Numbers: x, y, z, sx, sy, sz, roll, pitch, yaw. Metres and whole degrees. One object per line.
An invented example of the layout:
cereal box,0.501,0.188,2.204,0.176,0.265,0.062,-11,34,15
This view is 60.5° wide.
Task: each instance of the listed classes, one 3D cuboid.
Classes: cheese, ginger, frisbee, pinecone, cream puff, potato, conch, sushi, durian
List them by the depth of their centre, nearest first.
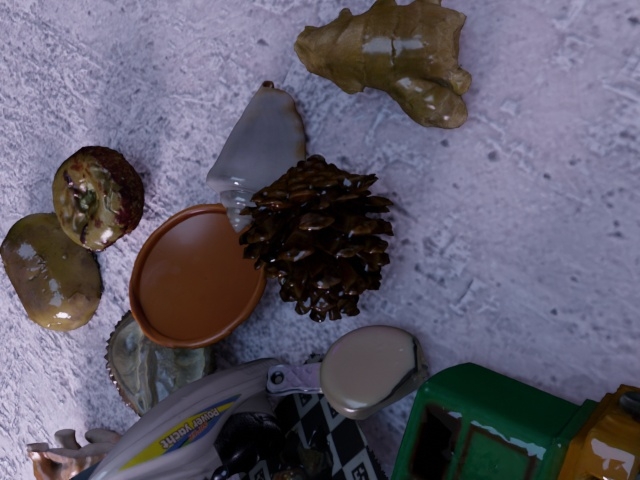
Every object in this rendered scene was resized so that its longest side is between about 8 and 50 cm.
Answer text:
ginger,0.067,-0.195,0.555,0.205,0.081,0.115,26,136,18
pinecone,0.000,0.000,0.560,0.173,0.173,0.174,1,92,29
cheese,0.027,0.145,0.571,0.171,0.047,0.092,-22,49,1
sushi,-0.008,0.264,0.623,0.210,0.040,0.193,-57,38,19
conch,-0.068,-0.094,0.648,0.104,0.094,0.176,9,69,42
frisbee,-0.149,0.044,0.683,0.192,0.035,0.192,-7,64,15
durian,-0.193,0.169,0.700,0.148,0.091,0.189,-5,65,8
cream puff,-0.303,-0.058,0.763,0.149,0.084,0.149,4,97,31
potato,-0.423,0.048,0.837,0.164,0.081,0.200,-45,73,21

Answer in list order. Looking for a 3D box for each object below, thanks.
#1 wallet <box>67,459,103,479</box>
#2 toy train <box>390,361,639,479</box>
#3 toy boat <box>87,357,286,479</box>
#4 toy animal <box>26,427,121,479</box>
wallet,-0.198,0.318,0.621,0.075,0.250,0.176,-33,81,5
toy train,0.169,0.281,0.464,0.249,0.178,0.429,21,101,33
toy boat,-0.117,0.216,0.565,0.140,0.269,0.141,3,101,17
toy animal,-0.324,0.375,0.783,0.183,0.104,0.185,-3,86,22
